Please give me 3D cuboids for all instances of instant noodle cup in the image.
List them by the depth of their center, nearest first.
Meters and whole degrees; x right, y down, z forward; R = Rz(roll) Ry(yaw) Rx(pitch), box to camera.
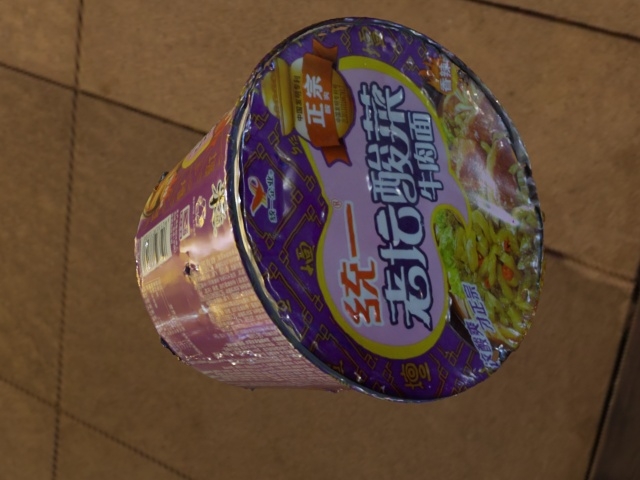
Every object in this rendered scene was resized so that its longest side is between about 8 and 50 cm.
[{"bbox_3d":[0.000,0.000,1.055,0.266,0.339,0.340,-25,89,54],"label":"instant noodle cup"}]
